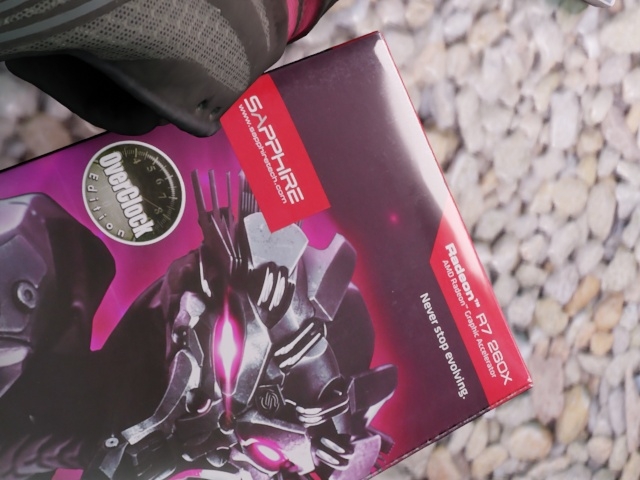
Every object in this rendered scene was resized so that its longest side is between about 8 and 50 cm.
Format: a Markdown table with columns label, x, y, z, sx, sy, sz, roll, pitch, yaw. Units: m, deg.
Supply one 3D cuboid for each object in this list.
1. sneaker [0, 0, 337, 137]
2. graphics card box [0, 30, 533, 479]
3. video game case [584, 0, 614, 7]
| label | x | y | z | sx | sy | sz | roll | pitch | yaw |
| --- | --- | --- | --- | --- | --- | --- | --- | --- | --- |
| sneaker | -0.066 | -0.160 | 0.698 | 0.483 | 0.185 | 0.202 | -11 | 132 | -49 |
| graphics card box | -0.080 | 0.052 | 0.753 | 0.371 | 0.094 | 0.233 | -24 | 92 | -28 |
| video game case | 0.164 | -0.283 | 0.943 | 0.183 | 0.023 | 0.201 | 18 | 90 | -37 |
